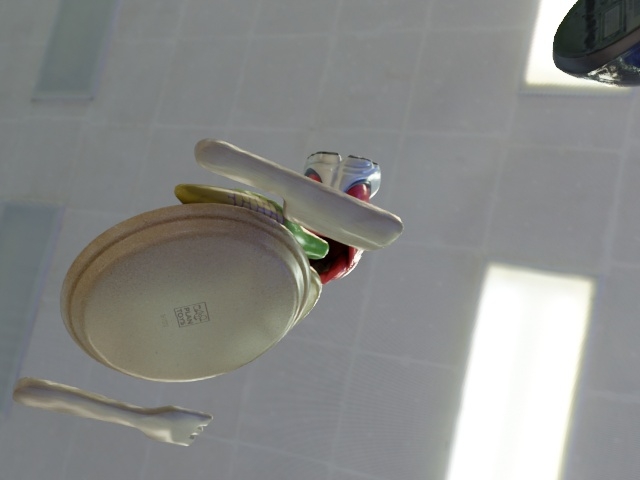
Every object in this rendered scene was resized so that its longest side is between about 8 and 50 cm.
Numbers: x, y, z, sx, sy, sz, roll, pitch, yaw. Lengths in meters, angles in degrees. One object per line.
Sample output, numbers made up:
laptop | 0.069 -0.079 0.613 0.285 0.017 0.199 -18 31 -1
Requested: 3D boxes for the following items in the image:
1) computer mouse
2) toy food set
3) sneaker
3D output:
computer mouse | 0.303 -0.187 0.685 0.272 0.072 0.189 -25 -143 44
toy food set | -0.064 0.025 0.456 0.192 0.132 0.039 -47 -141 26
sneaker | 0.000 0.000 1.032 0.107 0.279 0.118 12 -111 4
